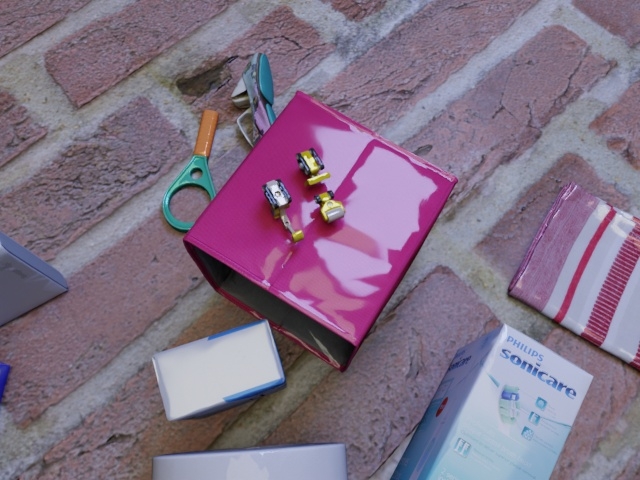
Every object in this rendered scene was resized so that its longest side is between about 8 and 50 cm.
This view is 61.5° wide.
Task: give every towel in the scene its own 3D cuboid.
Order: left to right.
[{"bbox_3d":[0.503,0.073,0.878,0.328,0.037,0.237,31,73,9],"label":"towel"}]

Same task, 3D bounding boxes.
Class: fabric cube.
[{"bbox_3d":[0.000,0.000,0.776,0.258,0.254,0.258,30,73,10],"label":"fabric cube"}]

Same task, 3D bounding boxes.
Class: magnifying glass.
[{"bbox_3d":[-0.214,-0.123,0.937,0.092,0.026,0.231,8,69,1],"label":"magnifying glass"}]

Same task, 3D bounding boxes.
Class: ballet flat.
[{"bbox_3d":[-0.115,-0.236,0.961,0.079,0.077,0.222,-17,71,13],"label":"ballet flat"}]

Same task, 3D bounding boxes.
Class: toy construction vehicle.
[{"bbox_3d":[-0.022,-0.053,0.648,0.085,0.035,0.098,-26,74,-22],"label":"toy construction vehicle"}]

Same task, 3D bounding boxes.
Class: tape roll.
[{"bbox_3d":[-0.084,0.342,0.656,0.245,0.246,0.169,-4,71,-3],"label":"tape roll"}]

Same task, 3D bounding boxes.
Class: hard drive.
[{"bbox_3d":[-0.544,0.106,0.751,0.307,0.203,0.040,-29,72,-11],"label":"hard drive"}]

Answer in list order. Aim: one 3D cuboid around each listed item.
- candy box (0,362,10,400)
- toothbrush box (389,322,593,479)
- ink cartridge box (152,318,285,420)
[{"bbox_3d":[-0.544,0.291,0.650,0.122,0.268,0.318,3,70,3],"label":"candy box"},{"bbox_3d":[0.196,0.280,0.700,0.126,0.216,0.296,32,73,9],"label":"toothbrush box"},{"bbox_3d":[-0.125,0.182,0.735,0.148,0.203,0.086,-18,74,-7],"label":"ink cartridge box"}]
